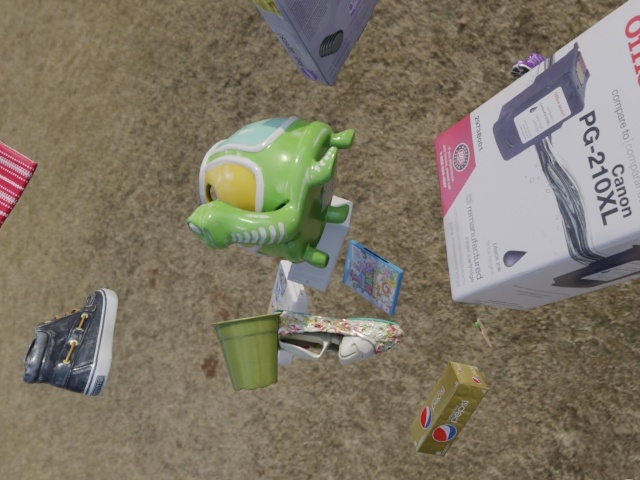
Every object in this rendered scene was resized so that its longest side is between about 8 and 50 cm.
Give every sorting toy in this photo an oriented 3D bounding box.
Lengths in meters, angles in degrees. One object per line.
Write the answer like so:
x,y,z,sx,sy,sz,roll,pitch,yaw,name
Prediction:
0.428,0.238,1.496,0.012,0.083,0.062,-28,24,17,sorting toy

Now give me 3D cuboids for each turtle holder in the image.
-0.084,-0.068,0.941,0.228,0.243,0.320,12,57,11,turtle holder

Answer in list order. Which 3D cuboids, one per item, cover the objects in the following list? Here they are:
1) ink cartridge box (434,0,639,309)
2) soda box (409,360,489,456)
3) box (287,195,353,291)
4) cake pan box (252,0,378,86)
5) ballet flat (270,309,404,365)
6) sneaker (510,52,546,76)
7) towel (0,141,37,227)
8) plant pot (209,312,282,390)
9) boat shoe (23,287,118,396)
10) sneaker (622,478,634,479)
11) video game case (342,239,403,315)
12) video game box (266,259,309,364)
0.212,-0.055,0.457,0.237,0.100,0.171,-34,52,54,ink cartridge box
0.232,0.310,1.032,0.058,0.061,0.181,-103,32,-60,soda box
0.000,0.000,1.229,0.130,0.091,0.170,-75,4,-61,box
0.016,-0.420,0.880,0.070,0.246,0.266,26,86,24,cake pan box
0.018,0.172,0.951,0.241,0.091,0.077,4,46,10,ballet flat
0.628,-0.530,1.694,0.068,0.170,0.071,4,103,45,sneaker
-0.703,-0.079,1.098,0.199,0.031,0.274,30,86,7,towel
-0.079,0.127,0.642,0.083,0.083,0.079,-15,82,43,plant pot
-0.288,0.104,0.655,0.065,0.083,0.183,-64,26,16,boat shoe
0.612,0.636,1.038,0.148,0.131,0.350,-50,43,43,sneaker
0.118,0.086,1.311,0.166,0.015,0.119,33,127,40,video game case
-0.091,0.186,1.470,0.187,0.048,0.205,-116,37,-54,video game box
